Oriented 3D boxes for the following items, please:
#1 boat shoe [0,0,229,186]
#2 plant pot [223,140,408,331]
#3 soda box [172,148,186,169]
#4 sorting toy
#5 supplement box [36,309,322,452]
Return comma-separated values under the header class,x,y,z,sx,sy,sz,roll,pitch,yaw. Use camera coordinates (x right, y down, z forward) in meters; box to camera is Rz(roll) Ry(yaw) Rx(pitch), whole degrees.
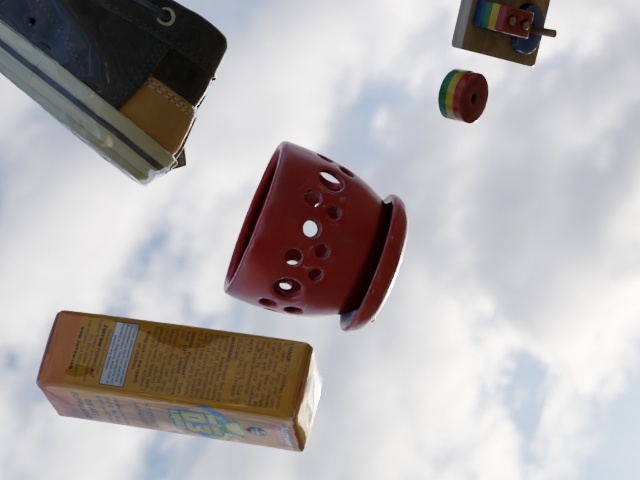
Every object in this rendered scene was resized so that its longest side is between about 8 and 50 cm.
class,x,y,z,sx,sy,sz,roll,pitch,yaw
boat shoe,-0.279,-0.246,1.302,0.156,0.500,0.187,-51,-18,-2
plant pot,0.000,0.000,1.740,0.191,0.174,0.191,-161,90,-82
soda box,-0.209,-0.166,1.872,0.061,0.058,0.181,-17,-42,-14
sorting toy,0.185,-0.233,1.346,0.132,0.046,0.274,4,-79,-53
supplement box,-0.121,0.122,1.319,0.078,0.233,0.080,75,-157,-59
